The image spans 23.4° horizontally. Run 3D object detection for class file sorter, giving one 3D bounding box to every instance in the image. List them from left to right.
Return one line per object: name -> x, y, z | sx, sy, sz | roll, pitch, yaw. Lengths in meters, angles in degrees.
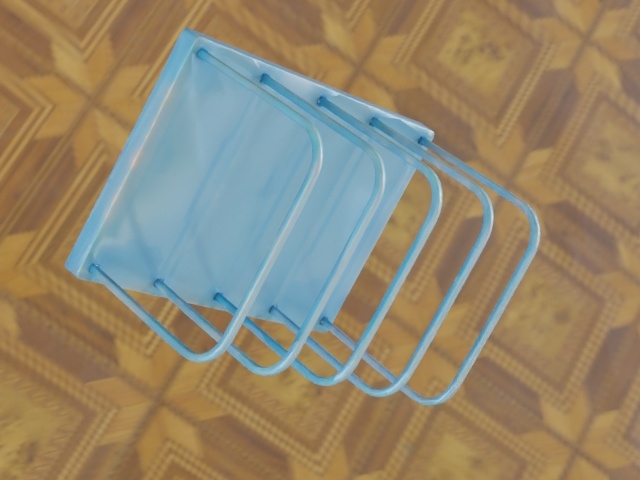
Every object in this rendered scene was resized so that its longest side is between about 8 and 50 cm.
file sorter -> 0.000, 0.000, 0.694 | 0.170, 0.104, 0.118 | 16, 107, -48
